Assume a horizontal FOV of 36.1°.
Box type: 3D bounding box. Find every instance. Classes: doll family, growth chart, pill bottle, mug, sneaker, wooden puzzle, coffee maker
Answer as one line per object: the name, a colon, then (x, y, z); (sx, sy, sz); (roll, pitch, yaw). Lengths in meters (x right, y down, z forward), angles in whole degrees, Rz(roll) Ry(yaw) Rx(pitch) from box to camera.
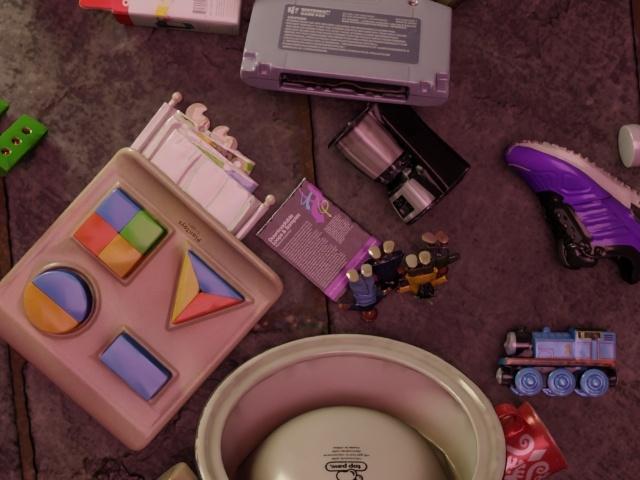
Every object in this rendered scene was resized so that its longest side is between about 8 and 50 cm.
doll family: (0.118, 0.059, 1.460); (0.193, 0.111, 0.076); (-10, 53, 3)
growth chart: (-0.183, -0.093, 1.477); (0.172, 0.021, 0.237); (-44, 92, -3)
pill bottle: (0.534, -0.150, 1.481); (0.152, 0.086, 0.086); (-7, 90, -2)
mug: (0.255, 0.315, 1.456); (0.169, 0.113, 0.150); (-32, 98, 2)
sneaker: (0.385, -0.033, 1.465); (0.293, 0.102, 0.146); (31, 89, -2)
wooden puzzle: (-0.279, 0.090, 1.430); (0.322, 0.080, 0.348); (42, 92, -2)
coffee maker: (0.131, -0.138, 1.444); (0.178, 0.120, 0.171); (45, 87, -3)

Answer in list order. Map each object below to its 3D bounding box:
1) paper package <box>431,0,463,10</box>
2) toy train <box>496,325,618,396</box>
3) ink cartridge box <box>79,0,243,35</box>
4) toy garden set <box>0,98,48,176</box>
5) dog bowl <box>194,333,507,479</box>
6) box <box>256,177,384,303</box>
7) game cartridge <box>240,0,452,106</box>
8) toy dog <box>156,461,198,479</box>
paper package: (0.195, -0.553, 1.424); (0.309, 0.168, 0.325); (43, 89, -1)
toy train: (0.356, 0.182, 1.479); (0.184, 0.080, 0.105); (2, 81, -1)
ink cartridge box: (-0.228, -0.385, 1.446); (0.231, 0.078, 0.134); (6, 89, -3)
toy garden set: (-0.553, -0.154, 1.403); (0.244, 0.049, 0.203); (32, 47, -3)
dog bowl: (0.037, 0.311, 1.321); (0.408, 0.408, 0.150); (-1, 125, -3)
box: (0.000, 0.000, 1.483); (0.162, 0.029, 0.116); (41, 87, -3)
game cartridge: (0.043, -0.291, 1.423); (0.294, 0.060, 0.196); (7, 58, 1)
toy dog: (-0.245, 0.445, 1.432); (0.334, 0.161, 0.220); (-20, 94, 12)
